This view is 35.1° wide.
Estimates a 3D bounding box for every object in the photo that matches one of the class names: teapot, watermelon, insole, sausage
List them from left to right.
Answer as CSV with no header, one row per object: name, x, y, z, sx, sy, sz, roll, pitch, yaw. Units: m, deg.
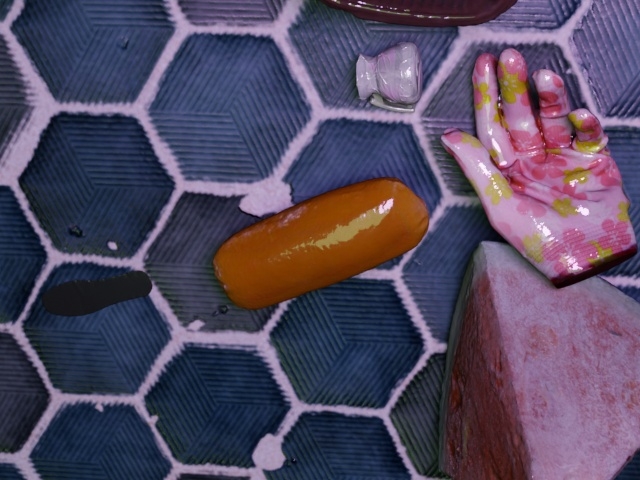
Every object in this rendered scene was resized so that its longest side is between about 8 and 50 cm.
insole,-0.258,0.061,1.167,0.135,0.002,0.045,-14,107,10
sausage,0.000,0.000,1.077,0.238,0.098,0.098,-21,105,14
teapot,0.071,-0.163,1.037,0.064,0.064,0.083,-1,140,14
watermelon,0.201,0.167,1.041,0.250,0.292,0.283,40,111,23

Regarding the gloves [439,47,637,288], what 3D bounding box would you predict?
gloves,0.219,-0.077,1.021,0.145,0.126,0.241,-28,75,18

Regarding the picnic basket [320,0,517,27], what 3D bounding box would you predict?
picnic basket,0.088,-0.344,0.889,0.222,0.129,0.297,6,138,4
